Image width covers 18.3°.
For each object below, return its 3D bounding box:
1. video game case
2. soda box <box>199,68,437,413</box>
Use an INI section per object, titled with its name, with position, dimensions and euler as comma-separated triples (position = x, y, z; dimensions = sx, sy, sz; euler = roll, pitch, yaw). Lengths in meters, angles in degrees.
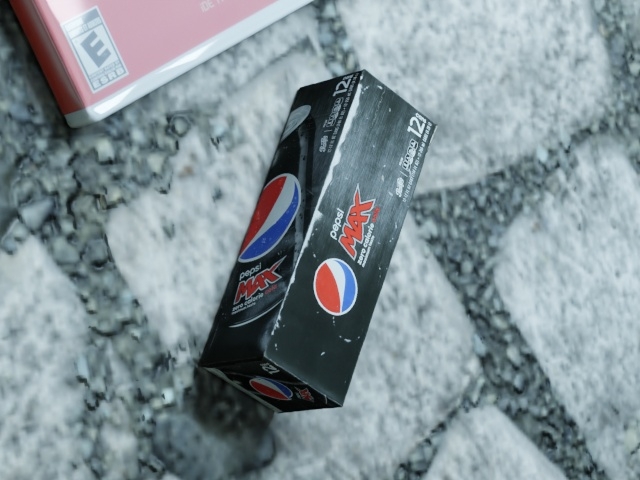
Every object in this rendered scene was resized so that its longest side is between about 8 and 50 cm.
[video game case]
position = -0.106, -0.223, 0.971
dimensions = 0.204, 0.025, 0.285
euler = -34, 105, -39
[soda box]
position = 0.000, 0.000, 1.006
dimensions = 0.060, 0.053, 0.169
euler = 35, 61, -31
